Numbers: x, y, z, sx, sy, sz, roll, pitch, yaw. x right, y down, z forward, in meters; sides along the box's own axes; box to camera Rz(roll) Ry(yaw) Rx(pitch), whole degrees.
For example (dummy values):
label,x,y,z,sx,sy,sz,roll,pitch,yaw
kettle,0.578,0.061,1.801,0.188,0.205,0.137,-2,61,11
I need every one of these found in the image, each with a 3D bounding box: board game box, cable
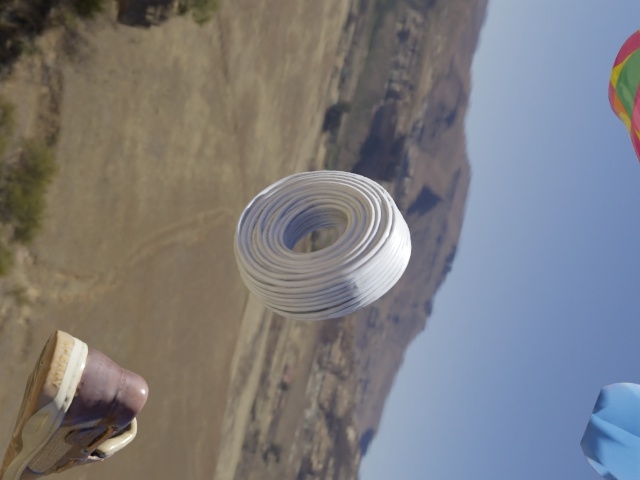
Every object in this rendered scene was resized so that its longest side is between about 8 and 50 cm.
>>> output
label,x,y,z,sx,sy,sz,roll,pitch,yaw
board game box,0.466,0.300,1.483,0.169,0.133,0.033,-60,169,-27
cable,0.000,0.000,1.445,0.257,0.257,0.089,-111,-179,-47

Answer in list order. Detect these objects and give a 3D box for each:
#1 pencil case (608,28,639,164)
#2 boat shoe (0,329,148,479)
label,x,y,z,sx,sy,sz,roll,pitch,yaw
pencil case,0.262,-0.052,0.647,0.236,0.104,0.104,-90,-171,-49
boat shoe,-0.255,0.194,1.027,0.342,0.123,0.123,131,-27,-55
